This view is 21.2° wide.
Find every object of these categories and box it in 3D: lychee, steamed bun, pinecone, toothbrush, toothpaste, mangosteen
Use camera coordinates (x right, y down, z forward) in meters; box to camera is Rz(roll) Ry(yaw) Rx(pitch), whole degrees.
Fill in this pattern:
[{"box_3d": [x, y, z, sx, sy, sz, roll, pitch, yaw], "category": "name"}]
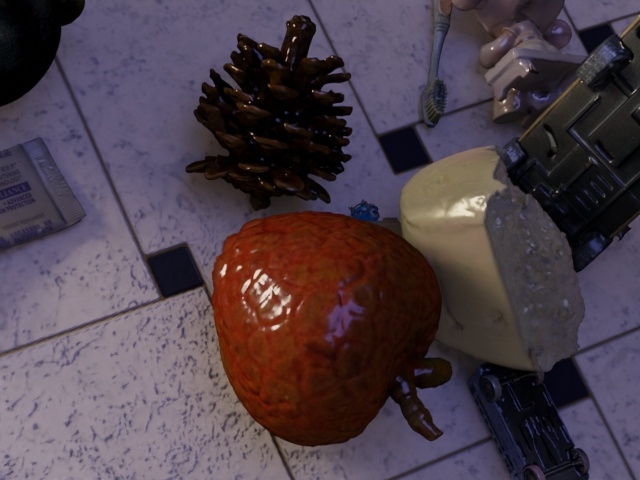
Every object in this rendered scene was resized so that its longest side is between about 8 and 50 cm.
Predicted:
[{"box_3d": [0.016, 0.095, 1.784, 0.300, 0.255, 0.255, 25, 59, 22], "category": "lychee"}, {"box_3d": [0.197, 0.005, 1.878, 0.200, 0.226, 0.170, 16, 43, 40], "category": "steamed bun"}, {"box_3d": [-0.051, -0.144, 1.908, 0.185, 0.168, 0.212, 10, 77, -30], "category": "pinecone"}, {"box_3d": [0.153, -0.304, 2.125, 0.028, 0.037, 0.375, 15, 61, -15], "category": "toothbrush"}, {"box_3d": [-0.391, -0.023, 1.806, 0.282, 0.068, 0.099, -22, 103, -32], "category": "toothpaste"}, {"box_3d": [-0.369, -0.249, 1.820, 0.242, 0.243, 0.243, 7, 66, -16], "category": "mangosteen"}]

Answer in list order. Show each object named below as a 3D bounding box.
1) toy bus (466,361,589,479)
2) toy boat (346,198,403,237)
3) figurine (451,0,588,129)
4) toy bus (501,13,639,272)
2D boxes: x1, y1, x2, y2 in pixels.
[{"box_3d": [0.230, 0.211, 1.901, 0.073, 0.076, 0.167, -16, 71, -25], "category": "toy bus"}, {"box_3d": [0.000, 0.000, 1.923, 0.210, 0.066, 0.084, 1, 38, -13], "category": "toy boat"}, {"box_3d": [0.241, -0.279, 2.082, 0.181, 0.144, 0.257, -5, 66, -17], "category": "figurine"}, {"box_3d": [0.349, -0.123, 1.930, 0.177, 0.365, 0.202, 48, 50, 5], "category": "toy bus"}]
